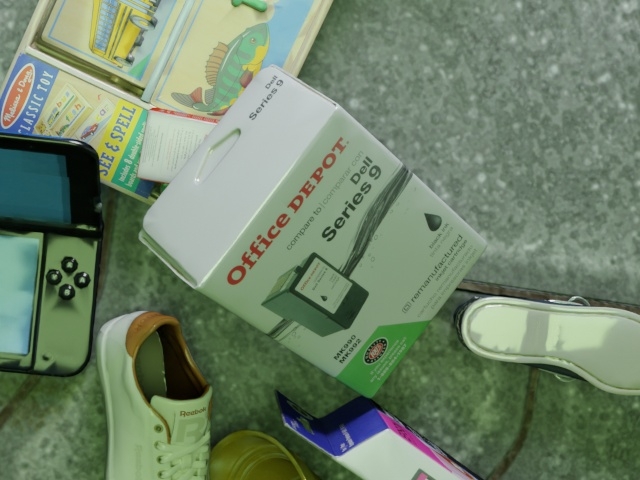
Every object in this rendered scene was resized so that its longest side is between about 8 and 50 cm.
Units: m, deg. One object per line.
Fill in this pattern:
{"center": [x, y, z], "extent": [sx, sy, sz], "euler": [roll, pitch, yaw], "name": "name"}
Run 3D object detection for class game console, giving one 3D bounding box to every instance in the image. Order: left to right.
{"center": [-0.371, 0.012, 1.122], "extent": [0.293, 0.173, 0.250], "euler": [6, 93, -5], "name": "game console"}

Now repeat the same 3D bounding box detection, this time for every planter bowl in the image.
{"center": [-0.039, 0.305, 1.191], "extent": [0.090, 0.217, 0.217], "euler": [4, 94, -41], "name": "planter bowl"}

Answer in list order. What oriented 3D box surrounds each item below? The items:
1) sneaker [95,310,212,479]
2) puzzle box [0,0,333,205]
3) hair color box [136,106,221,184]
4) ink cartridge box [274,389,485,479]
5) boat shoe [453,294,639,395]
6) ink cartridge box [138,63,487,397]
{"center": [-0.157, 0.214, 1.156], "extent": [0.106, 0.123, 0.290], "euler": [-13, 89, -38], "name": "sneaker"}
{"center": [-0.139, -0.242, 1.167], "extent": [0.272, 0.052, 0.409], "euler": [25, 98, -6], "name": "puzzle box"}
{"center": [-0.109, -0.086, 1.146], "extent": [0.141, 0.043, 0.072], "euler": [12, 100, -4], "name": "hair color box"}
{"center": [0.121, 0.256, 1.183], "extent": [0.371, 0.176, 0.069], "euler": [33, 90, -6], "name": "ink cartridge box"}
{"center": [0.270, 0.110, 1.237], "extent": [0.254, 0.079, 0.095], "euler": [7, 95, -4], "name": "boat shoe"}
{"center": [0.000, 0.000, 1.110], "extent": [0.211, 0.121, 0.289], "euler": [-53, 135, 0], "name": "ink cartridge box"}
